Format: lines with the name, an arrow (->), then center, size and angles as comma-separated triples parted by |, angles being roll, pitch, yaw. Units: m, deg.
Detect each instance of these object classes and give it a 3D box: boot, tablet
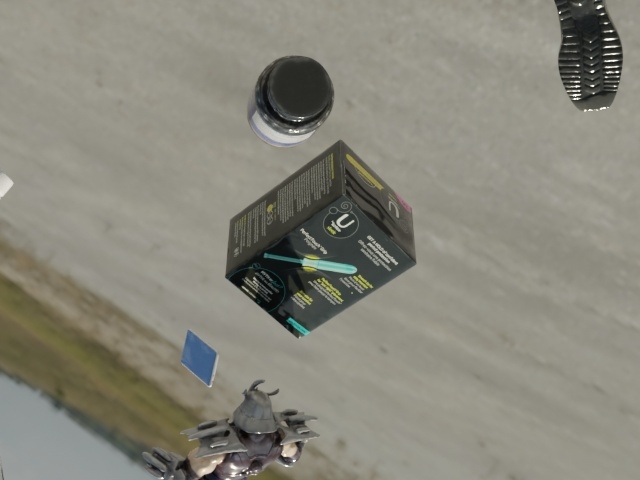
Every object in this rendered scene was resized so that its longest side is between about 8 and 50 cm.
boot -> 0.319, -0.268, 1.660 | 0.077, 0.137, 0.198 | -4, 117, 13
tablet -> -0.166, 0.161, 1.917 | 0.006, 0.054, 0.083 | 2, -161, -37

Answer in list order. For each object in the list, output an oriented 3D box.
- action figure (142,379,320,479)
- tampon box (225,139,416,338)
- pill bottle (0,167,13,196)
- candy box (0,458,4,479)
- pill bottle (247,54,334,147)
action figure -> -0.108, 0.257, 1.461 | 0.185, 0.285, 0.099 | 4, -147, -30
tampon box -> 0.000, 0.000, 1.443 | 0.120, 0.161, 0.101 | 43, -154, -28
pill bottle -> -0.411, -0.022, 1.491 | 0.094, 0.169, 0.094 | 37, 168, 9
candy box -> -0.528, 0.331, 1.856 | 0.196, 0.165, 0.070 | -6, 93, 61
pill bottle -> -0.045, -0.216, 2.140 | 0.123, 0.123, 0.219 | 38, 171, -4
